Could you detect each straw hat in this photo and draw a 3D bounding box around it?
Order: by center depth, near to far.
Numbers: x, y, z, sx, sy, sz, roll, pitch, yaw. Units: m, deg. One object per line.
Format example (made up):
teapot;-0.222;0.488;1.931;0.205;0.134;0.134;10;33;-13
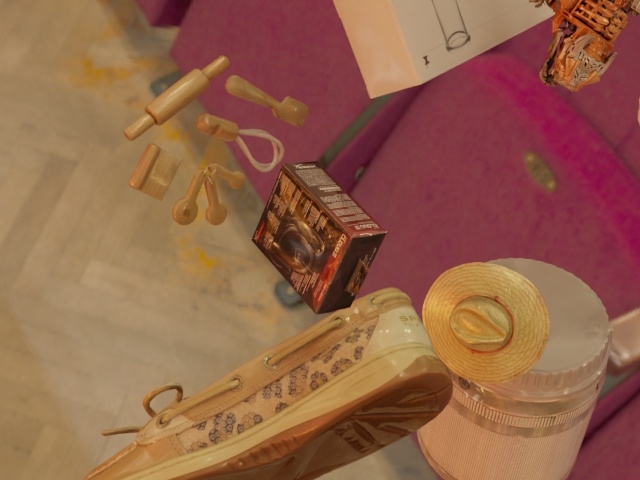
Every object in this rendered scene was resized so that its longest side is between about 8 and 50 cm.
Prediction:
straw hat;0.174;0.092;1.185;0.144;0.144;0.061;37;10;14

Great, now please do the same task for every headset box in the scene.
headset box;0.000;0.000;0.671;0.032;0.062;0.083;-9;44;-42

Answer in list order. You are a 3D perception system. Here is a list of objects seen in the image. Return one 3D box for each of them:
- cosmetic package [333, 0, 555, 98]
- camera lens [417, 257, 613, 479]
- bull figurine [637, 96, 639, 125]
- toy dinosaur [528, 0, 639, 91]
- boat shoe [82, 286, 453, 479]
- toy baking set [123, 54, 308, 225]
cosmetic package;0.158;-0.378;1.393;0.377;0.097;0.284;-32;107;-40
camera lens;0.245;0.187;1.407;0.219;0.274;0.219;2;43;-2
bull figurine;0.514;-0.176;1.372;0.188;0.101;0.310;47;52;-6
toy dinosaur;0.328;-0.319;1.232;0.322;0.218;0.164;-46;112;-12
boat shoe;-0.049;0.131;0.764;0.285;0.104;0.089;-24;54;3
toy baking set;-0.134;-0.131;1.378;0.256;0.197;0.030;-45;43;-16
